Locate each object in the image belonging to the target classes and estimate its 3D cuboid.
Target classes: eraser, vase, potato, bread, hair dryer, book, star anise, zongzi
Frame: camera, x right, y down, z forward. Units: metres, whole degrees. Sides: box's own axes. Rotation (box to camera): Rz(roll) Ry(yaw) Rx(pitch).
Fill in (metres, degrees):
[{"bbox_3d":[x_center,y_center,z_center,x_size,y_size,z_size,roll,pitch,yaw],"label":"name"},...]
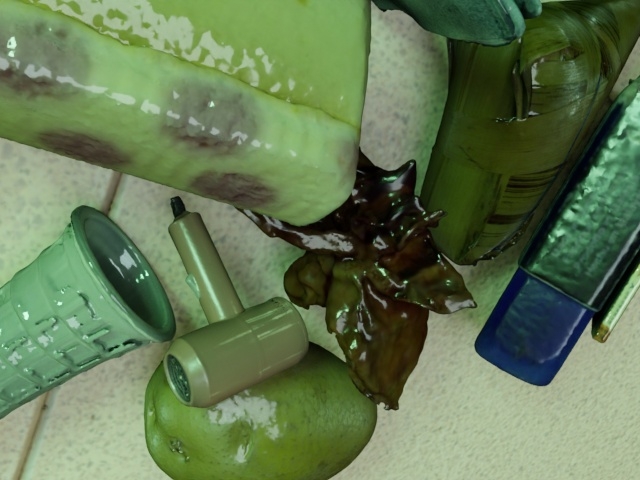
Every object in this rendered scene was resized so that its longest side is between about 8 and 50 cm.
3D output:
[{"bbox_3d":[0.287,-0.006,0.685,0.101,0.155,0.332,31,102,18],"label":"eraser"},{"bbox_3d":[-0.292,0.108,0.562,0.299,0.143,0.143,-33,117,0],"label":"vase"},{"bbox_3d":[-0.050,0.176,0.656,0.251,0.159,0.174,7,134,-30],"label":"potato"},{"bbox_3d":[-0.138,-0.139,0.405,0.338,0.155,0.187,15,76,-26],"label":"bread"},{"bbox_3d":[-0.098,0.043,0.555,0.117,0.064,0.182,-19,76,-36],"label":"hair dryer"},{"bbox_3d":[0.389,-0.041,0.699,0.018,0.228,0.322,32,104,19],"label":"book"},{"bbox_3d":[0.005,-0.009,0.593,0.148,0.237,0.346,-42,98,-29],"label":"star anise"},{"bbox_3d":[0.236,-0.121,0.667,0.289,0.123,0.260,-20,133,-34],"label":"zongzi"}]

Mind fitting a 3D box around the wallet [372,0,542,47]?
[{"bbox_3d":[0.006,-0.251,0.425,0.054,0.290,0.251,-44,116,10],"label":"wallet"}]
